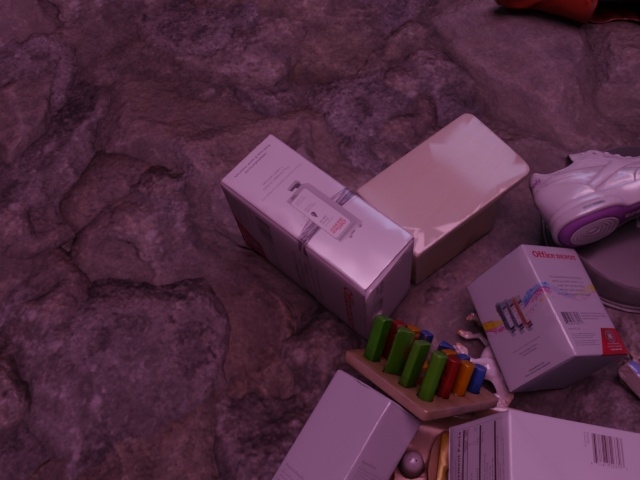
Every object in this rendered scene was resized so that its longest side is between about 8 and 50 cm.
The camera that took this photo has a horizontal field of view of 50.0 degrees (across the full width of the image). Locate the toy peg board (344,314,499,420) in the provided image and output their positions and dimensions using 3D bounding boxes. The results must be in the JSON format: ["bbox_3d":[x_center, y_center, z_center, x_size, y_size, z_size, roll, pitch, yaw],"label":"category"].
[{"bbox_3d":[0.149,0.164,0.951,0.161,0.160,0.079,32,111,45],"label":"toy peg board"}]

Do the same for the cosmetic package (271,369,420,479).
[{"bbox_3d":[0.021,0.304,0.913,0.117,0.085,0.231,23,75,51],"label":"cosmetic package"}]

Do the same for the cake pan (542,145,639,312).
[{"bbox_3d":[0.512,-0.030,1.105,0.293,0.054,0.293,-2,68,4],"label":"cake pan"}]

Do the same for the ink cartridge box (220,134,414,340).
[{"bbox_3d":[0.000,0.000,1.056,0.283,0.207,0.117,37,72,20],"label":"ink cartridge box"}]

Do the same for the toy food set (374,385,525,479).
[{"bbox_3d":[0.155,0.358,0.917,0.219,0.092,0.306,9,63,9],"label":"toy food set"}]

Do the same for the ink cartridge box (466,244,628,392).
[{"bbox_3d":[0.322,0.112,0.994,0.128,0.127,0.176,5,55,-34],"label":"ink cartridge box"}]

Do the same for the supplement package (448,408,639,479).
[{"bbox_3d":[0.304,0.337,0.838,0.261,0.145,0.204,14,62,-16],"label":"supplement package"}]

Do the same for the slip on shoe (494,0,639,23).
[{"bbox_3d":[0.502,-0.479,1.332,0.331,0.123,0.101,3,66,0],"label":"slip on shoe"}]

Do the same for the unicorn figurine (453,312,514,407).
[{"bbox_3d":[0.248,0.179,1.023,0.111,0.060,0.162,31,62,7],"label":"unicorn figurine"}]

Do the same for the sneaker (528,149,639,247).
[{"bbox_3d":[0.466,-0.100,1.046,0.305,0.114,0.152,-17,51,-9],"label":"sneaker"}]

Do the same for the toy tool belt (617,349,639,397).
[{"bbox_3d":[0.466,0.190,1.016,0.051,0.052,0.083,-17,60,-41],"label":"toy tool belt"}]

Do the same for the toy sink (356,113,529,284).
[{"bbox_3d":[0.198,-0.067,1.122,0.234,0.131,0.153,-37,65,-9],"label":"toy sink"}]
